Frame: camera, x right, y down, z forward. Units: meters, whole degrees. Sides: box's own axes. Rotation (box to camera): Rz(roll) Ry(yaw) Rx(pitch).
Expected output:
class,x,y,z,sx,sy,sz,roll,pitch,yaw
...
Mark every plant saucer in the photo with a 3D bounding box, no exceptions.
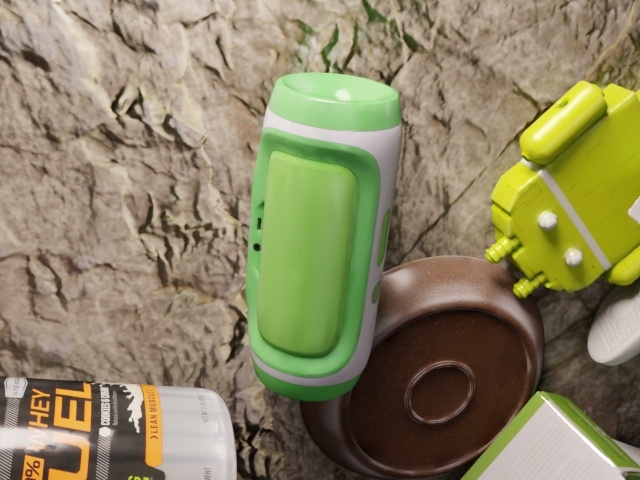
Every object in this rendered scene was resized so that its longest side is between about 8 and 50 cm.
class,x,y,z,sx,sy,sz,roll,pitch,yaw
plant saucer,0.131,0.166,0.906,0.310,0.050,0.310,-7,116,-15

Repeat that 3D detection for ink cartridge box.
class,x,y,z,sx,sy,sz,roll,pitch,yaw
ink cartridge box,0.293,0.328,0.881,0.097,0.255,0.189,20,111,-49

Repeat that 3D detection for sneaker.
class,x,y,z,sx,sy,sz,roll,pitch,yaw
sneaker,0.446,0.077,0.928,0.151,0.094,0.256,39,96,-21

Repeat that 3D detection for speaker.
class,x,y,z,sx,sy,sz,roll,pitch,yaw
speaker,0.000,0.000,0.741,0.131,0.131,0.296,-1,115,-17

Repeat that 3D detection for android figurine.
class,x,y,z,sx,sy,sz,roll,pitch,yaw
android figurine,0.299,-0.050,0.851,0.273,0.056,0.248,-40,120,2

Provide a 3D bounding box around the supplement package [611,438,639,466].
class,x,y,z,sx,sy,sz,roll,pitch,yaw
supplement package,0.423,0.382,0.990,0.262,0.204,0.145,24,107,-34

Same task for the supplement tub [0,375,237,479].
class,x,y,z,sx,sy,sz,roll,pitch,yaw
supplement tub,-0.251,0.228,0.733,0.316,0.193,0.193,7,112,-20

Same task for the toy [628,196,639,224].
class,x,y,z,sx,sy,sz,roll,pitch,yaw
toy,0.438,-0.013,0.836,0.237,0.056,0.137,38,89,-15
